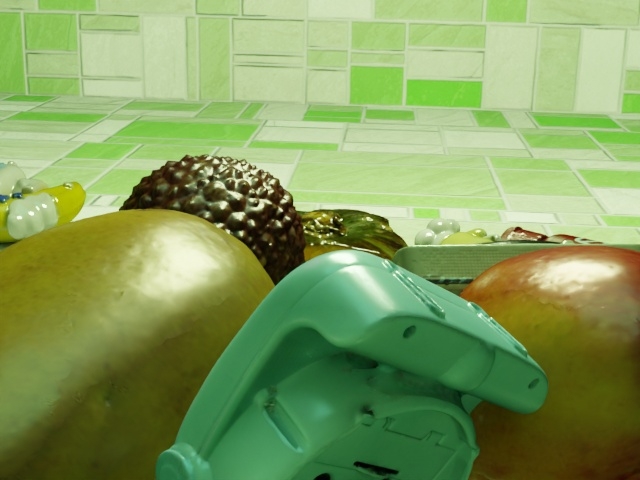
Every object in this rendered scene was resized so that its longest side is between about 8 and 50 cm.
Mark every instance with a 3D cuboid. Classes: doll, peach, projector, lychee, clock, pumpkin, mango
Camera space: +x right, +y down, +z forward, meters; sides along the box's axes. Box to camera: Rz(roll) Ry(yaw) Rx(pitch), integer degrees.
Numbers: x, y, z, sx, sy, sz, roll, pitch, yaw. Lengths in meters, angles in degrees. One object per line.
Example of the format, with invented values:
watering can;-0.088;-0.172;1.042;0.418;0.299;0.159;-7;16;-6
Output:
doll;0.201;0.017;1.454;0.106;0.062;0.162;-38;33;-12
peach;0.204;0.123;0.821;0.281;0.238;0.281;-19;18;6
projector;0.188;0.064;1.055;0.257;0.079;0.259;0;-23;-7
lychee;-0.141;0.019;1.172;0.236;0.236;0.271;12;46;32
doll;-0.516;-0.067;1.611;0.237;0.111;0.252;4;26;14
clock;0.011;0.149;0.657;0.224;0.274;0.094;24;15;-45
pumpkin;-0.015;0.002;1.442;0.290;0.095;0.258;2;13;-8
mango;-0.203;0.122;0.815;0.300;0.232;0.446;13;27;21

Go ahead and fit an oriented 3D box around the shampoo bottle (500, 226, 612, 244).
shampoo bottle;0.394;0.044;1.363;0.314;0.076;0.118;16;30;41
